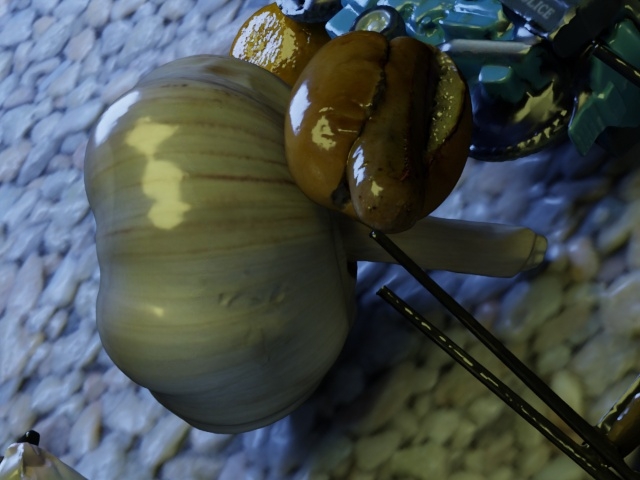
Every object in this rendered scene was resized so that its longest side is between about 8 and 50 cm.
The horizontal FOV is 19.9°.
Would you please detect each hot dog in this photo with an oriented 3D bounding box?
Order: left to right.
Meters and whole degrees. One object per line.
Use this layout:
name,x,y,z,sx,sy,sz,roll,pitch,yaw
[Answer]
hot dog,0.027,-0.052,0.852,0.060,0.089,0.140,-59,3,46

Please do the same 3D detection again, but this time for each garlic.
garlic,0.000,0.000,0.916,0.226,0.199,0.199,-3,50,9

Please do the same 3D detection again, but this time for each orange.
orange,-0.014,-0.105,1.085,0.083,0.070,0.083,-18,58,32

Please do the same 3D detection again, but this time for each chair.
chair,0.160,0.031,0.745,0.247,0.172,0.159,41,86,9

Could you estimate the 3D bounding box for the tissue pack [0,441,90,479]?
tissue pack,-0.056,0.224,0.665,0.124,0.271,0.201,-33,40,12

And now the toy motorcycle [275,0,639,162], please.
toy motorcycle,0.096,-0.142,0.982,0.182,0.123,0.272,-41,43,-4

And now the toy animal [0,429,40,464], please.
toy animal,-0.202,0.219,0.955,0.170,0.090,0.255,16,65,52
